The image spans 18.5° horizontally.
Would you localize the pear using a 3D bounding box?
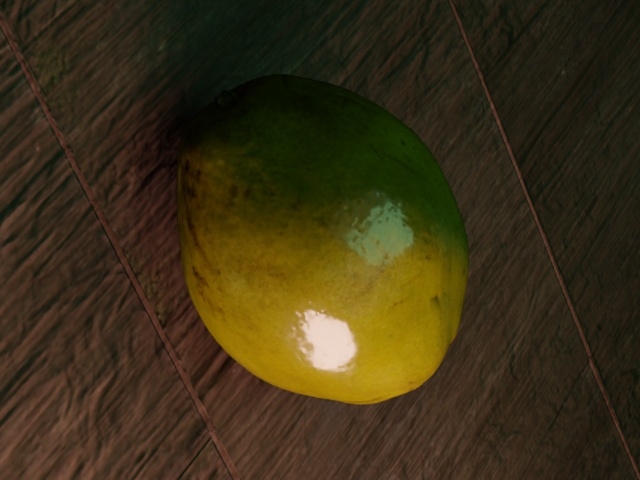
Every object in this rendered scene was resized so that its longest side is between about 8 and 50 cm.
[{"bbox_3d":[0.000,0.000,1.455,0.269,0.212,0.212,55,46,-14],"label":"pear"}]
